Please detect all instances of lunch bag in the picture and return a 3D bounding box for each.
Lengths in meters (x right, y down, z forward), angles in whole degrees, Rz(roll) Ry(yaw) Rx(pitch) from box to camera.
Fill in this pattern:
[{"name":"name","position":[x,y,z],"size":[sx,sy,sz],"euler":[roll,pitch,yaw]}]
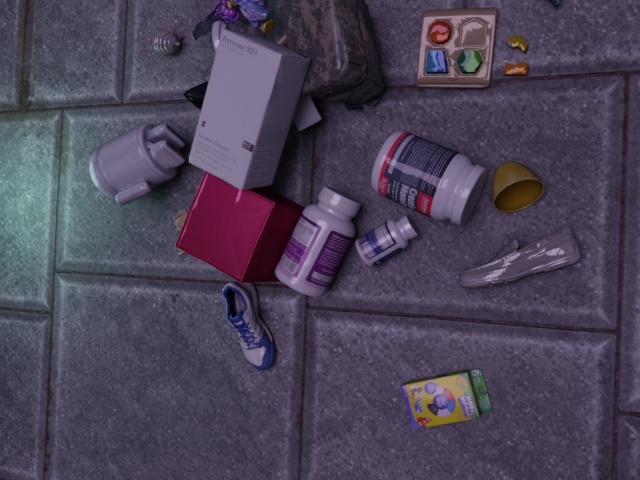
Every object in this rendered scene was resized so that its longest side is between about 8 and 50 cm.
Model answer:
[{"name":"lunch bag","position":[0.058,-0.546,1.755],"size":[0.212,0.256,0.305],"euler":[-17,79,42]}]

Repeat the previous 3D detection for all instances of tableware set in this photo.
[{"name":"tableware set","position":[-0.425,-0.031,2.058],"size":[0.141,0.020,0.169],"euler":[-16,83,21]}]

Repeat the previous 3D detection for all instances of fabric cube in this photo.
[{"name":"fabric cube","position":[-0.224,-0.038,1.849],"size":[0.259,0.258,0.254],"euler":[28,97,21]}]

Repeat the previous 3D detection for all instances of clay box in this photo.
[{"name":"clay box","position":[0.348,0.438,1.707],"size":[0.222,0.053,0.128],"euler":[-18,82,22]}]

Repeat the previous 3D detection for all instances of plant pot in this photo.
[{"name":"plant pot","position":[0.510,-0.154,1.633],"size":[0.134,0.134,0.095],"euler":[-26,54,19]}]

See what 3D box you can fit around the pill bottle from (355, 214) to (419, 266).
[{"name":"pill bottle","position":[0.193,-0.002,1.765],"size":[0.169,0.094,0.094],"euler":[-31,77,18]}]

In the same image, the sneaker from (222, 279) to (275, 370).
[{"name":"sneaker","position":[-0.237,0.267,1.912],"size":[0.111,0.131,0.297],"euler":[-24,81,18]}]

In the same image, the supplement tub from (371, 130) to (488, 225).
[{"name":"supplement tub","position":[0.293,-0.169,1.677],"size":[0.272,0.191,0.191],"euler":[26,98,21]}]

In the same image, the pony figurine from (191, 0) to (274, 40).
[{"name":"pony figurine","position":[-0.260,-0.788,1.913],"size":[0.363,0.303,0.351],"euler":[36,69,23]}]

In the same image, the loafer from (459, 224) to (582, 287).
[{"name":"loafer","position":[0.518,0.049,1.628],"size":[0.319,0.112,0.112],"euler":[-18,76,13]}]

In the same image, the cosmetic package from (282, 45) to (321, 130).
[{"name":"cosmetic package","position":[-0.085,-0.451,1.825],"size":[0.085,0.117,0.231],"euler":[-29,112,6]}]

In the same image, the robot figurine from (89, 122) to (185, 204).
[{"name":"robot figurine","position":[-0.619,-0.258,2.049],"size":[0.353,0.200,0.300],"euler":[-22,52,20]}]

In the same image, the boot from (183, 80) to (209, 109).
[{"name":"boot","position":[-0.317,-0.520,1.996],"size":[0.246,0.094,0.207],"euler":[18,71,50]}]

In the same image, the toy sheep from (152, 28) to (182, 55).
[{"name":"toy sheep","position":[-0.519,-0.671,2.086],"size":[0.132,0.091,0.091],"euler":[13,93,41]}]

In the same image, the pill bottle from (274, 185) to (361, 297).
[{"name":"pill bottle","position":[0.000,0.000,1.804],"size":[0.169,0.169,0.302],"euler":[30,99,20]}]

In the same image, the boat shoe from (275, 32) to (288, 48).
[{"name":"boat shoe","position":[-0.143,-0.509,1.921],"size":[0.116,0.123,0.324],"euler":[34,105,-11]}]

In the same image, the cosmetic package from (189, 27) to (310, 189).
[{"name":"cosmetic package","position":[-0.199,-0.359,1.701],"size":[0.217,0.156,0.385],"euler":[28,114,24]}]

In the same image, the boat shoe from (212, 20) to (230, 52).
[{"name":"boat shoe","position":[-0.251,-0.533,1.836],"size":[0.088,0.096,0.268],"euler":[-15,83,18]}]

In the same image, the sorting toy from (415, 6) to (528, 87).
[{"name":"sorting toy","position":[0.424,-0.540,1.718],"size":[0.307,0.041,0.229],"euler":[6,91,22]}]

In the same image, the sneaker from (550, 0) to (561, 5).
[{"name":"sneaker","position":[0.583,-0.687,1.658],"size":[0.076,0.065,0.167],"euler":[-40,71,33]}]
